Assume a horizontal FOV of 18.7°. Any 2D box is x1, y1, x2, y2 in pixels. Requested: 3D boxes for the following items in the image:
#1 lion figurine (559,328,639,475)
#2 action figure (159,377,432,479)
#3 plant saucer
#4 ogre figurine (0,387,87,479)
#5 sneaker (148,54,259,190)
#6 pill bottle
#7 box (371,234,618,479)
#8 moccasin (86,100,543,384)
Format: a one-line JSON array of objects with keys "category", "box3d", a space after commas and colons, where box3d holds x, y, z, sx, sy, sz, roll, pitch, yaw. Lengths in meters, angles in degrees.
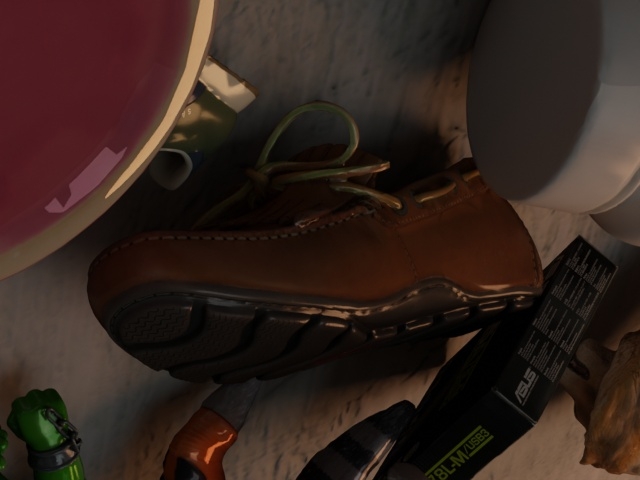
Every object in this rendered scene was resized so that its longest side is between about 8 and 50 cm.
[{"category": "lion figurine", "box3d": [0.369, 0.040, 1.622, 0.392, 0.142, 0.240, -26, 144, -34]}, {"category": "action figure", "box3d": [-0.030, 0.264, 1.272, 0.178, 0.341, 0.330, 3, 119, -61]}, {"category": "plant saucer", "box3d": [-0.167, -0.095, 0.889, 0.332, 0.084, 0.332, -31, 144, -26]}, {"category": "ogre figurine", "box3d": [-0.210, 0.190, 1.210, 0.118, 0.097, 0.197, 47, 69, -35]}, {"category": "sneaker", "box3d": [-0.111, -0.085, 1.090, 0.086, 0.064, 0.192, -57, 145, 1]}, {"category": "pill bottle", "box3d": [0.295, -0.084, 1.315, 0.361, 0.204, 0.204, 8, 117, -25]}, {"category": "box", "box3d": [0.117, 0.107, 1.377, 0.184, 0.045, 0.190, -51, -179, 43]}, {"category": "moccasin", "box3d": [0.002, -0.001, 1.218, 0.380, 0.147, 0.139, -10, 166, -45]}]
